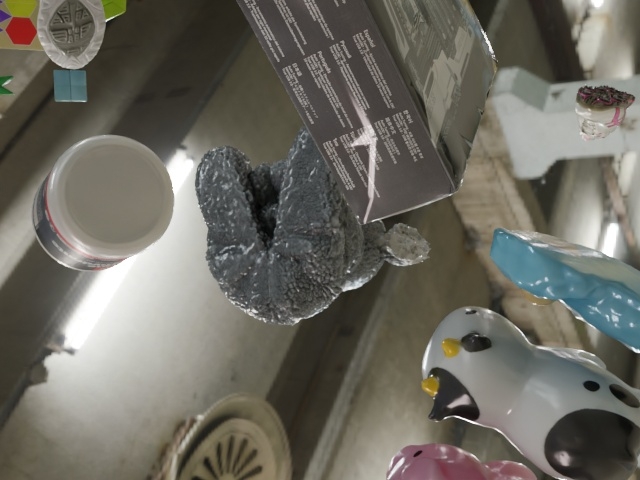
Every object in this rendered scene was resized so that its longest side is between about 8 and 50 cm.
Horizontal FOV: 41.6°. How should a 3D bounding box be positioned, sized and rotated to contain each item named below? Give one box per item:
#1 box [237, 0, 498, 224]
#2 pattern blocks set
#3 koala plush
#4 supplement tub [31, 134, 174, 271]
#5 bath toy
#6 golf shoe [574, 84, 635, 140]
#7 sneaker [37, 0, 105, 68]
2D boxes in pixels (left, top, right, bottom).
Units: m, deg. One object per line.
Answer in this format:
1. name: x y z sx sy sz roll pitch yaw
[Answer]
1. box: 0.016 -0.201 0.575 0.307 0.077 0.242 61 -151 -19
2. pattern blocks set: -0.423 -0.363 1.204 0.286 0.026 0.324 8 -86 -17
3. koala plush: 0.000 0.000 0.928 0.221 0.196 0.203 18 -116 -57
4. supplement tub: -0.359 -0.051 1.361 0.191 0.272 0.191 4 -100 -25
5. bath toy: 0.103 0.168 0.549 0.129 0.151 0.348 6 -73 -48
6. golf shoe: 0.415 -0.183 1.246 0.186 0.068 0.085 -13 -53 -57
7. sneaker: -0.338 -0.349 1.132 0.115 0.091 0.232 -111 23 -53
